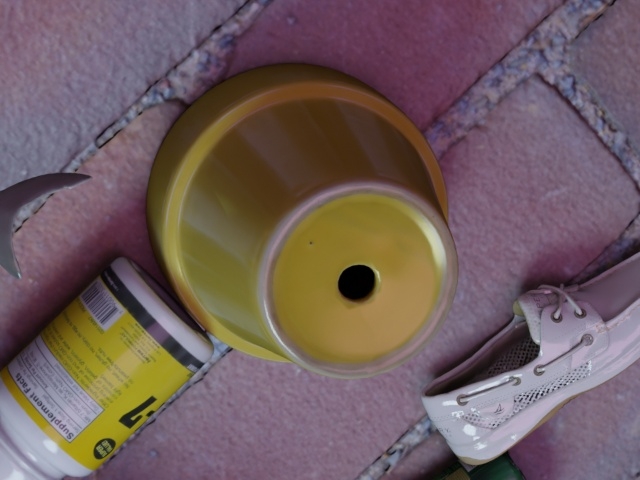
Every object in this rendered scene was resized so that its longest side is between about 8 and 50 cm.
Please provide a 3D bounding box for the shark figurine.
[{"bbox_3d":[-0.292,-0.004,1.604,0.166,0.278,0.116,42,50,6],"label":"shark figurine"}]

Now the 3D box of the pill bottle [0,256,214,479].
[{"bbox_3d":[-0.201,0.124,1.672,0.208,0.119,0.119,-44,112,1],"label":"pill bottle"}]

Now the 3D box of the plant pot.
[{"bbox_3d":[0.000,0.000,1.626,0.254,0.239,0.254,-5,108,-14],"label":"plant pot"}]

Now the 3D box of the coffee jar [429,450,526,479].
[{"bbox_3d":[0.108,0.269,1.822,0.184,0.079,0.096,-30,112,-5],"label":"coffee jar"}]

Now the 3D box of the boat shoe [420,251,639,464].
[{"bbox_3d":[0.212,0.086,1.785,0.277,0.098,0.096,-39,113,0],"label":"boat shoe"}]
